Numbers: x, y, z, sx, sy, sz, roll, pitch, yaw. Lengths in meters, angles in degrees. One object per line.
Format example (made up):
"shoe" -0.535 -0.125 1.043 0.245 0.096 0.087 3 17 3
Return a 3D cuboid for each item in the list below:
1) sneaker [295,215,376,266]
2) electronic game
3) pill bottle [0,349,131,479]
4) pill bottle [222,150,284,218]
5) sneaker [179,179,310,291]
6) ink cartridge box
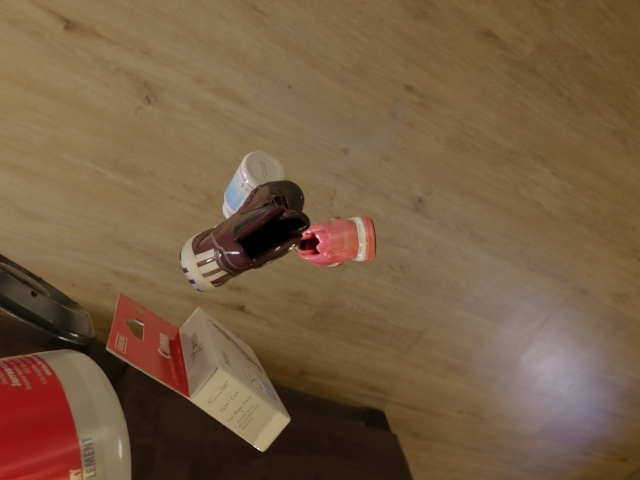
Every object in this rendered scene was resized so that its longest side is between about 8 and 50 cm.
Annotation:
"sneaker" 0.000 -0.001 1.050 0.136 0.314 0.115 -3 85 -20
"electronic game" -0.389 0.062 0.610 0.229 0.229 0.048 45 71 -34
"pill bottle" -0.393 0.231 0.386 0.408 0.229 0.229 0 129 -50
"pill bottle" -0.138 -0.098 0.953 0.087 0.087 0.160 15 147 -23
"sneaker" -0.060 -0.025 0.708 0.163 0.281 0.106 -18 110 38
"ink cartridge box" -0.195 0.170 0.759 0.261 0.296 0.066 43 83 -20
